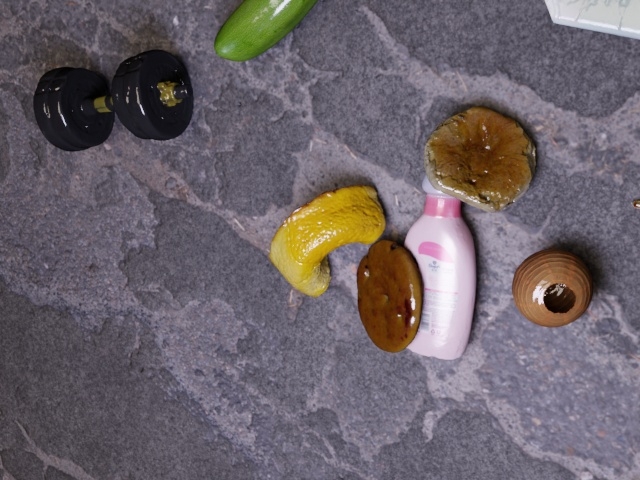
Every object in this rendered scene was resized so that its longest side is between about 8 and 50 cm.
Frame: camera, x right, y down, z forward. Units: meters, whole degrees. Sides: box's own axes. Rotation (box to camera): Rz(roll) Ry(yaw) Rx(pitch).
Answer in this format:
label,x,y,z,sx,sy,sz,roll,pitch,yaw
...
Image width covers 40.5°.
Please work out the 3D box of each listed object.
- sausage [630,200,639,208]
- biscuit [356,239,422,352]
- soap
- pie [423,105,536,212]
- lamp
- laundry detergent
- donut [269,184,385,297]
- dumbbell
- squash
label,x,y,z,sx,sy,sz,roll,pitch,yaw
sausage,0.560,-0.052,1.423,0.100,0.015,0.015,13,106,25
biscuit,0.123,0.104,1.614,0.212,0.036,0.212,4,95,62
soap,0.466,-0.410,1.352,0.290,0.095,0.172,19,108,23
pie,0.276,-0.145,1.495,0.195,0.046,0.195,-1,74,2
lamp,0.393,0.080,1.473,0.137,0.136,0.136,6,103,26
laundry detergent,0.213,0.042,1.582,0.159,0.088,0.334,12,104,37
donut,-0.006,0.002,1.640,0.259,0.152,0.101,-46,53,28
dumbbell,-0.428,-0.285,1.792,0.389,0.185,0.185,-4,98,28
squash,-0.056,-0.465,1.606,0.395,0.107,0.107,-42,80,26
